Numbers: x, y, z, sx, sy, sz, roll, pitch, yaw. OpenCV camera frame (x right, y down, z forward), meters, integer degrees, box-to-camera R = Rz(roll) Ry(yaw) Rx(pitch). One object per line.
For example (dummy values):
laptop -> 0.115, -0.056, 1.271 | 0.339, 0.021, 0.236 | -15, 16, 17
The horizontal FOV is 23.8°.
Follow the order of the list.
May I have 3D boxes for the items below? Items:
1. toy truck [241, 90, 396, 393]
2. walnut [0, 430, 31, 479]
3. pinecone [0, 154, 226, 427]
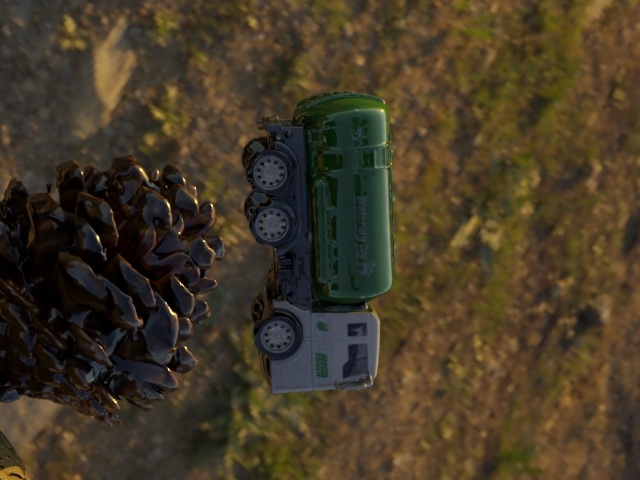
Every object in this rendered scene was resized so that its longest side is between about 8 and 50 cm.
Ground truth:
toy truck -> 0.000, 0.000, 1.244 | 0.125, 0.101, 0.243 | -2, 100, -6
walnut -> -0.261, 0.153, 0.821 | 0.198, 0.245, 0.198 | -51, -178, 2
pinecone -> -0.132, 0.025, 0.888 | 0.173, 0.173, 0.174 | -24, 130, -31
